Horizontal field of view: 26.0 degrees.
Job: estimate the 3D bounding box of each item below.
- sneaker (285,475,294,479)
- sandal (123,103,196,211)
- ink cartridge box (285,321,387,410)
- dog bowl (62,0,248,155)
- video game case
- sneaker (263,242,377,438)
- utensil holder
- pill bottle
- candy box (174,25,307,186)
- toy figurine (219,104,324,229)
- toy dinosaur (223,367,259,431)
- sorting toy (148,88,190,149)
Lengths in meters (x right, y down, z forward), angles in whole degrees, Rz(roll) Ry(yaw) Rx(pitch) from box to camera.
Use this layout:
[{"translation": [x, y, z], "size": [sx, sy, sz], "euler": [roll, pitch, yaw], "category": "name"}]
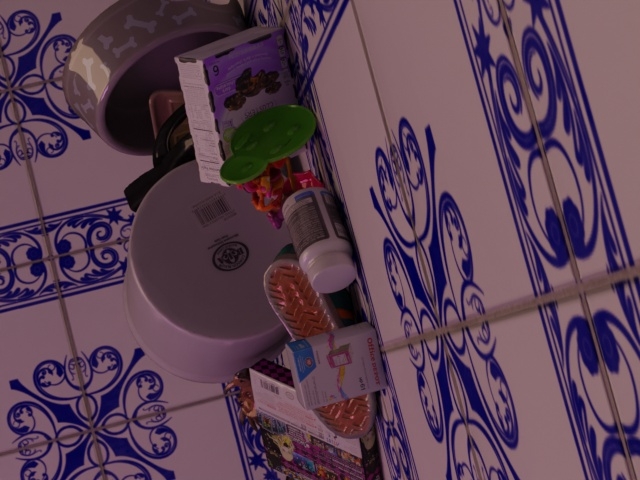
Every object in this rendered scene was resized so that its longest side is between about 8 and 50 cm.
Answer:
[{"translation": [-0.004, 0.413, 2.631], "size": [0.281, 0.106, 0.163], "euler": [177, 84, -71], "category": "sneaker"}, {"translation": [-0.213, -0.164, 2.304], "size": [0.445, 0.167, 0.107], "euler": [-29, 78, 51], "category": "sandal"}, {"translation": [0.023, 0.173, 1.916], "size": [0.052, 0.122, 0.089], "euler": [-150, 46, -73], "category": "ink cartridge box"}, {"translation": [-0.264, -0.285, 2.389], "size": [0.102, 0.348, 0.349], "euler": [56, 163, 29], "category": "dog bowl"}, {"translation": [-0.005, 0.312, 2.205], "size": [0.232, 0.042, 0.210], "euler": [19, 131, 38], "category": "video game case"}, {"translation": [0.016, 0.139, 2.035], "size": [0.302, 0.108, 0.121], "euler": [69, -158, -15], "category": "sneaker"}, {"translation": [-0.169, 0.057, 2.336], "size": [0.385, 0.327, 0.328], "euler": [121, 135, -75], "category": "utensil holder"}, {"translation": [0.000, 0.000, 1.930], "size": [0.078, 0.078, 0.137], "euler": [88, 166, -55], "category": "pill bottle"}, {"translation": [-0.114, -0.199, 2.046], "size": [0.070, 0.165, 0.196], "euler": [12, 121, 45], "category": "candy box"}, {"translation": [-0.055, -0.080, 1.993], "size": [0.130, 0.173, 0.159], "euler": [10, 138, 36], "category": "toy figurine"}, {"translation": [-0.050, 0.317, 2.373], "size": [0.127, 0.200, 0.296], "euler": [-129, 25, -71], "category": "toy dinosaur"}, {"translation": [-0.183, -0.200, 2.397], "size": [0.193, 0.208, 0.038], "euler": [89, 180, -57], "category": "sorting toy"}]
